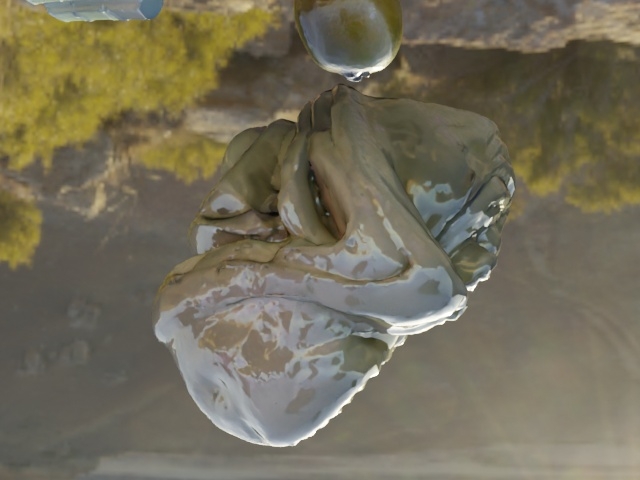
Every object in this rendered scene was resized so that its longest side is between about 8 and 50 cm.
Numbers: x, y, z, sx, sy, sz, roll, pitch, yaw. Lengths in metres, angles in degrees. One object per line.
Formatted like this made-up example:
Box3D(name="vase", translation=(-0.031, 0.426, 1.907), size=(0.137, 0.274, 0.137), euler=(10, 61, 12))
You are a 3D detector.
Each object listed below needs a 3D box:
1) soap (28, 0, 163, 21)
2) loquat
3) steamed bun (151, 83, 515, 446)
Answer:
Box3D(name="soap", translation=(-0.194, -0.221, 0.794), size=(0.119, 0.066, 0.198), euler=(28, 173, -35))
Box3D(name="loquat", translation=(0.036, -0.317, 1.445), size=(0.152, 0.195, 0.152), euler=(-12, -170, 2))
Box3D(name="steamed bun", translation=(0.000, 0.000, 0.963), size=(0.352, 0.247, 0.339), euler=(-37, -175, 25))
